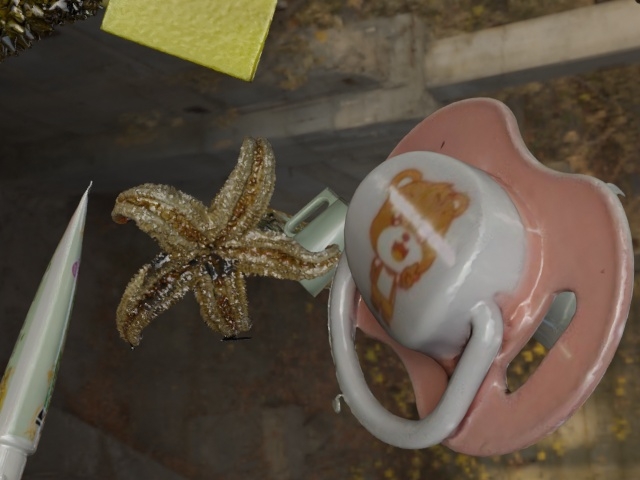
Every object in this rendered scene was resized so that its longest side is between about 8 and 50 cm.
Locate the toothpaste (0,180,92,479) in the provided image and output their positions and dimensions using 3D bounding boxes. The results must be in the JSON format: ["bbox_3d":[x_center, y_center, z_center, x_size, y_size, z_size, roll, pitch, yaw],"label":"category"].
[{"bbox_3d":[-0.268,0.091,0.943,0.056,0.058,0.314,45,47,-47],"label":"toothpaste"}]

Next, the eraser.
[{"bbox_3d":[-0.097,-0.187,0.758,0.045,0.122,0.097,-137,-113,-75],"label":"eraser"}]

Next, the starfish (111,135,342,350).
[{"bbox_3d":[-0.130,0.023,1.293,0.113,0.312,0.303,-111,-170,-58],"label":"starfish"}]

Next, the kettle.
[{"bbox_3d":[0.004,0.004,1.598,0.098,0.148,0.127,48,-3,-24],"label":"kettle"}]

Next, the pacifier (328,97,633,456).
[{"bbox_3d":[0.135,0.026,0.794,0.332,0.273,0.220,-126,-154,-51],"label":"pacifier"}]

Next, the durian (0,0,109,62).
[{"bbox_3d":[-0.329,-0.289,0.936,0.258,0.292,0.258,-16,90,-78],"label":"durian"}]

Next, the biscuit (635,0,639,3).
[{"bbox_3d":[0.465,-0.369,1.102,0.115,0.366,0.268,143,-52,-83],"label":"biscuit"}]

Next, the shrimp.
[{"bbox_3d":[-0.057,0.009,1.913,0.296,0.058,0.169,24,34,-22],"label":"shrimp"}]
